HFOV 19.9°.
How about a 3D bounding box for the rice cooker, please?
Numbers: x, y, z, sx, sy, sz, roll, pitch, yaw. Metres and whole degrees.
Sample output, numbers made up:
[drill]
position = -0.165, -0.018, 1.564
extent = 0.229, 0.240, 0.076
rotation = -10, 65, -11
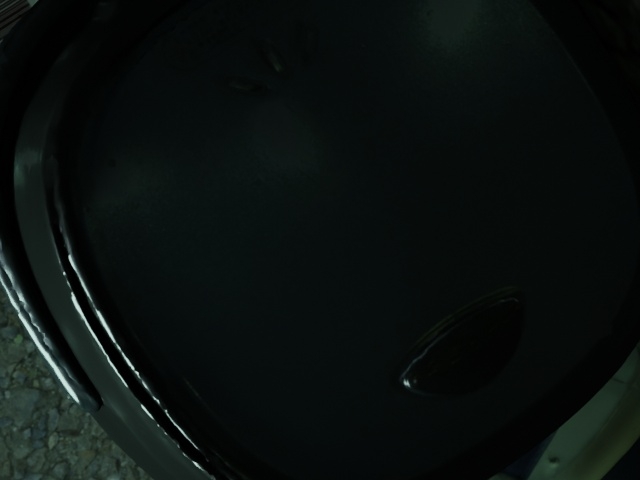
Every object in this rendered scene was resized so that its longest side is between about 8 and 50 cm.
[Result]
[rice cooker]
position = -0.006, -0.016, 0.729
extent = 0.267, 0.267, 0.224
rotation = 56, 172, -7

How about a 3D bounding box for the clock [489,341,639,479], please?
[clock]
position = 0.112, 0.133, 0.907
extent = 0.200, 0.146, 0.243
rotation = 15, 148, 32

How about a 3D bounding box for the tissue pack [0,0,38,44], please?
[tissue pack]
position = -0.134, -0.146, 0.911
extent = 0.145, 0.229, 0.159
rotation = 46, 167, 45
